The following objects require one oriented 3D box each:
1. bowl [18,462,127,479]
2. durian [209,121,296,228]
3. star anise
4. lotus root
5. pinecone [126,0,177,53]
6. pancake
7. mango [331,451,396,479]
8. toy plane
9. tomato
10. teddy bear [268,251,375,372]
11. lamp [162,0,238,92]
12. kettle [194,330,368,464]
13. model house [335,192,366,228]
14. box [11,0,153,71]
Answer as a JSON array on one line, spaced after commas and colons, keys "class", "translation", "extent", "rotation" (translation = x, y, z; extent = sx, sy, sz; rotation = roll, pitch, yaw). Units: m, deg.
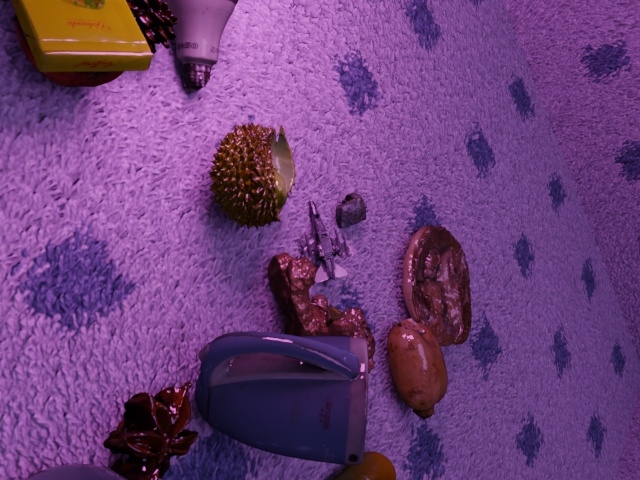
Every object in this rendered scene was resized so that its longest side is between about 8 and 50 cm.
[{"class": "bowl", "translation": [-0.366, 0.530, 0.869], "extent": [0.157, 0.345, 0.346], "rotation": [68, 34, -60]}, {"class": "durian", "translation": [-0.146, -0.144, 1.235], "extent": [0.200, 0.176, 0.237], "rotation": [97, 3, -54]}, {"class": "star anise", "translation": [-0.313, 0.367, 1.036], "extent": [0.220, 0.125, 0.190], "rotation": [19, 67, -72]}, {"class": "lotus root", "translation": [0.274, 0.362, 1.606], "extent": [0.160, 0.146, 0.285], "rotation": [-12, 95, -25]}, {"class": "pinecone", "translation": [-0.352, -0.425, 1.122], "extent": [0.140, 0.140, 0.121], "rotation": [41, 84, -33]}, {"class": "pancake", "translation": [0.372, 0.142, 1.785], "extent": [0.386, 0.082, 0.388], "rotation": [14, 70, -43]}, {"class": "mango", "translation": [0.098, 0.622, 1.425], "extent": [0.237, 0.091, 0.137], "rotation": [-24, 94, -39]}, {"class": "toy plane", "translation": [0.006, 0.004, 1.446], "extent": [0.159, 0.082, 0.234], "rotation": [-11, 91, -19]}, {"class": "tomato", "translation": [-0.448, -0.347, 1.030], "extent": [0.189, 0.099, 0.173], "rotation": [-33, 84, -42]}, {"class": "teddy bear", "translation": [0.017, 0.168, 1.327], "extent": [0.222, 0.246, 0.297], "rotation": [-8, 99, -19]}, {"class": "lamp", "translation": [-0.245, -0.487, 1.201], "extent": [0.181, 0.181, 0.314], "rotation": [-9, 89, -46]}, {"class": "kettle", "translation": [-0.080, 0.281, 1.123], "extent": [0.247, 0.341, 0.320], "rotation": [-84, 178, -47]}, {"class": "model house", "translation": [0.075, -0.081, 1.551], "extent": [0.083, 0.066, 0.079], "rotation": [-21, 110, -27]}, {"class": "box", "translation": [-0.441, -0.434, 0.991], "extent": [0.186, 0.047, 0.335], "rotation": [-15, 69, -41]}]
